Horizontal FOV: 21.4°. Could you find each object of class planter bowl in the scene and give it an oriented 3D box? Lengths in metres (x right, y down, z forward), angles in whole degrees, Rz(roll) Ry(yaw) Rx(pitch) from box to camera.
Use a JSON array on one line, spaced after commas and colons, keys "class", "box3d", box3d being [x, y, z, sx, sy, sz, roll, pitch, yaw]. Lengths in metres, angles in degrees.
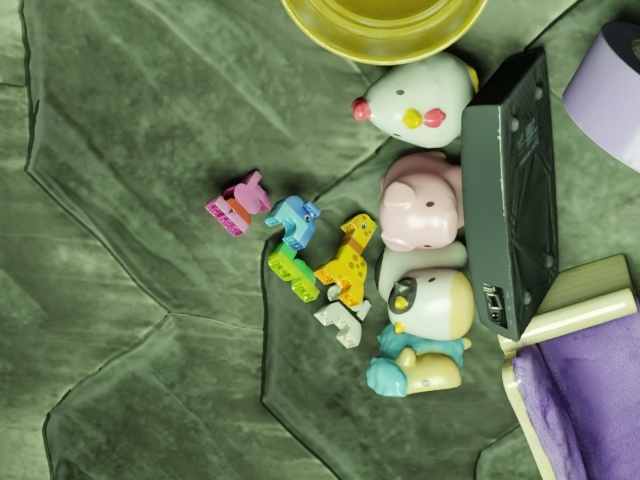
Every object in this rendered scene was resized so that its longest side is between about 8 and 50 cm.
[{"class": "planter bowl", "box3d": [0.062, -0.286, 1.623, 0.217, 0.090, 0.217, 2, 117, 4]}]

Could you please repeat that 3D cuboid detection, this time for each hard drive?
[{"class": "hard drive", "box3d": [0.191, -0.046, 1.691, 0.054, 0.172, 0.255, 4, 118, 23]}]

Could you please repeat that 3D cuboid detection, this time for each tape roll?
[{"class": "tape roll", "box3d": [0.332, -0.127, 1.619, 0.189, 0.189, 0.080, 25, 117, -7]}]

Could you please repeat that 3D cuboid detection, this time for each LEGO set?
[{"class": "LEGO set", "box3d": [0.000, 0.000, 1.784, 0.227, 0.093, 0.087, 46, 143, -21]}]

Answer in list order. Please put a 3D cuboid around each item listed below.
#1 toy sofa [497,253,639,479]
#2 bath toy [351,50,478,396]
[{"class": "toy sofa", "box3d": [0.314, 0.215, 1.800, 0.150, 0.177, 0.363, -18, 113, 13]}, {"class": "bath toy", "box3d": [0.095, -0.019, 1.709, 0.129, 0.151, 0.348, -15, 116, -28]}]
